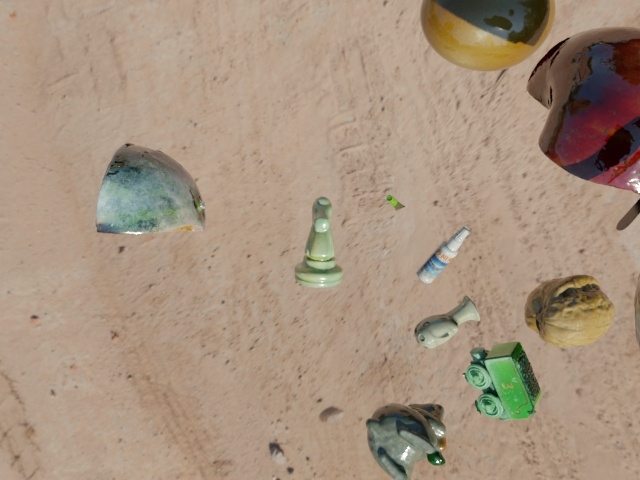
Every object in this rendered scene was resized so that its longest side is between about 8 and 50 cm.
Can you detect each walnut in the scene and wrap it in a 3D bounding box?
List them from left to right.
[{"bbox_3d":[0.762,0.211,1.608,0.257,0.224,0.257,-9,114,-22],"label":"walnut"}]

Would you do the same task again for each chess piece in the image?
[{"bbox_3d":[0.000,0.000,1.792,0.175,0.176,0.298,5,101,10],"label":"chess piece"}]

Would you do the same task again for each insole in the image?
[{"bbox_3d":[0.467,-0.067,0.742,0.002,0.045,0.135,36,106,-1],"label":"insole"}]

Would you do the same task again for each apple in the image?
[{"bbox_3d":[0.547,-0.205,0.924,0.364,0.295,0.329,24,83,-1],"label":"apple"}]

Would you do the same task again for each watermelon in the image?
[{"bbox_3d":[-0.341,-0.112,1.153,0.175,0.322,0.188,4,103,0],"label":"watermelon"}]

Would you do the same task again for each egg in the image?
[{"bbox_3d":[0.439,-0.596,1.392,0.351,0.282,0.283,7,96,-6],"label":"egg"}]

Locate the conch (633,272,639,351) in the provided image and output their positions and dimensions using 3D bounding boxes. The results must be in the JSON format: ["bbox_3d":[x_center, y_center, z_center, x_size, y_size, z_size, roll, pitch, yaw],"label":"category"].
[{"bbox_3d":[0.354,0.071,0.366,0.197,0.249,0.368,-39,68,4],"label":"conch"}]

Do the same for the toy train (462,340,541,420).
[{"bbox_3d":[0.564,0.435,1.624,0.188,0.132,0.243,-19,96,41],"label":"toy train"}]

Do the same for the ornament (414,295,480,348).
[{"bbox_3d":[0.299,0.201,1.258,0.156,0.081,0.075,-28,117,-4],"label":"ornament"}]

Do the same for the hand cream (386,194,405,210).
[{"bbox_3d":[0.249,-0.124,1.754,0.036,0.122,0.023,-25,68,19],"label":"hand cream"}]

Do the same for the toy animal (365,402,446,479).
[{"bbox_3d":[0.177,0.348,0.983,0.125,0.251,0.127,-23,79,20],"label":"toy animal"}]

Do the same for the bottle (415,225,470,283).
[{"bbox_3d":[0.368,0.039,1.566,0.060,0.060,0.217,37,124,6],"label":"bottle"}]
